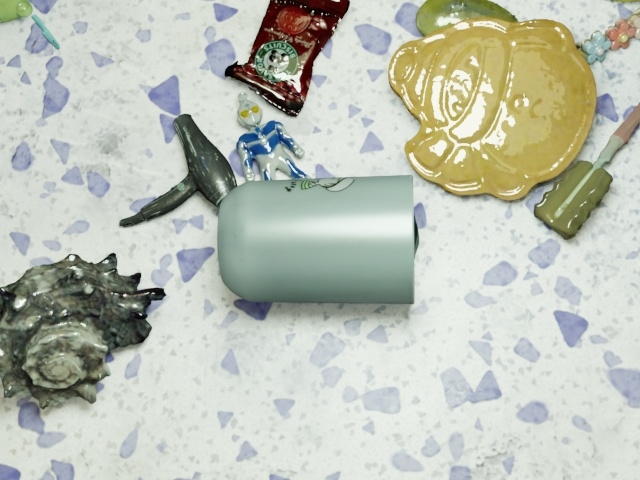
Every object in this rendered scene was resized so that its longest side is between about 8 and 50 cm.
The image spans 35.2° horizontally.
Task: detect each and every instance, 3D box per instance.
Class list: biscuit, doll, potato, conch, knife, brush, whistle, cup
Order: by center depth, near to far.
[{"bbox_3d":[0.000,0.000,1.610,0.312,0.205,0.205,-1,73,4],"label":"cup"},{"bbox_3d":[-0.401,0.146,1.617,0.313,0.186,0.240,-33,101,-24],"label":"conch"},{"bbox_3d":[0.473,-0.132,1.695,0.084,0.071,0.301,37,73,17],"label":"brush"},{"bbox_3d":[0.285,-0.226,1.703,0.351,0.057,0.312,5,87,6],"label":"biscuit"},{"bbox_3d":[-0.096,-0.159,1.745,0.114,0.057,0.227,-30,75,-1],"label":"doll"},{"bbox_3d":[0.263,-0.385,1.774,0.188,0.085,0.105,19,81,4],"label":"potato"},{"bbox_3d":[-0.060,-0.350,1.795,0.151,0.063,0.235,23,79,11],"label":"biscuit"},{"bbox_3d":[-0.631,-0.431,1.848,0.227,0.085,0.105,-18,72,-3],"label":"whistle"},{"bbox_3d":[-0.508,-0.385,1.867,0.014,0.005,0.091,-38,75,-9],"label":"knife"}]

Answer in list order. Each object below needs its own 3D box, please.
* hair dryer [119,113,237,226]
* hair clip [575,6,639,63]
[{"bbox_3d":[-0.263,-0.097,1.741,0.219,0.075,0.195,-33,64,1],"label":"hair dryer"},{"bbox_3d":[0.531,-0.365,1.766,0.214,0.062,0.056,-33,43,-12],"label":"hair clip"}]
